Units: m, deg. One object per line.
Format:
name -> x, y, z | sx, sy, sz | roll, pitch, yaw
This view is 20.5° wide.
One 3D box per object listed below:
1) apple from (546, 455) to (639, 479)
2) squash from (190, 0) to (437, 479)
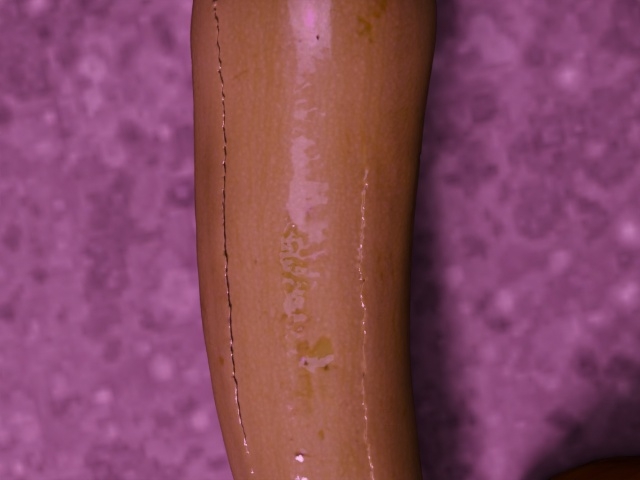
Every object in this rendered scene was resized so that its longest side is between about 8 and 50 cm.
apple -> 0.179, 0.231, 0.594 | 0.179, 0.254, 0.346 | -37, 94, -33
squash -> 0.000, 0.000, 0.600 | 0.083, 0.083, 0.250 | -1, 100, 4
